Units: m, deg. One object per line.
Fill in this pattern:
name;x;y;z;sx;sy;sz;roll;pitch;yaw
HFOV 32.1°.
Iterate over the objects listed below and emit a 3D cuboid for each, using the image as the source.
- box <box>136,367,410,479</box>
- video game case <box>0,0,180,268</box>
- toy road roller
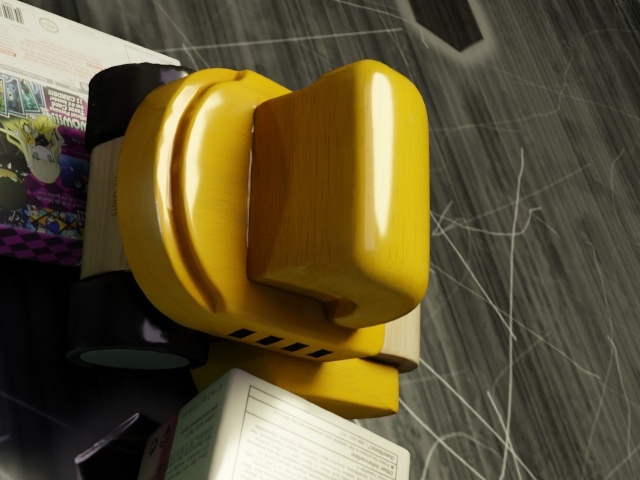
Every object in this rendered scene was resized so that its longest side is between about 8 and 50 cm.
box;-0.043;0.225;0.691;0.149;0.127;0.232;29;45;-21
video game case;-0.178;-0.075;0.833;0.232;0.042;0.210;13;52;-49
toy road roller;0.000;0.000;0.756;0.330;0.241;0.202;20;66;-46
